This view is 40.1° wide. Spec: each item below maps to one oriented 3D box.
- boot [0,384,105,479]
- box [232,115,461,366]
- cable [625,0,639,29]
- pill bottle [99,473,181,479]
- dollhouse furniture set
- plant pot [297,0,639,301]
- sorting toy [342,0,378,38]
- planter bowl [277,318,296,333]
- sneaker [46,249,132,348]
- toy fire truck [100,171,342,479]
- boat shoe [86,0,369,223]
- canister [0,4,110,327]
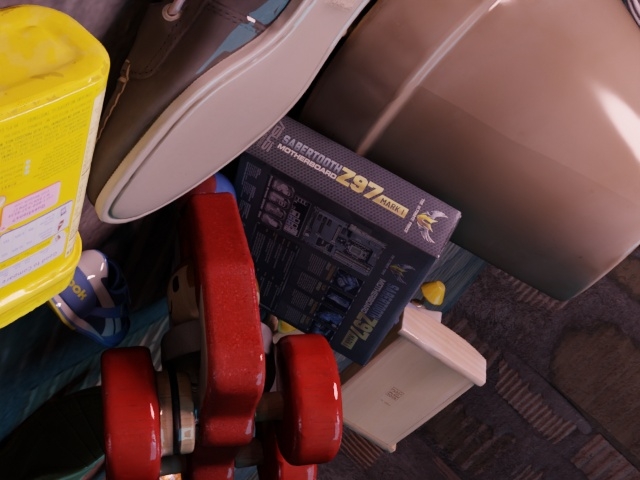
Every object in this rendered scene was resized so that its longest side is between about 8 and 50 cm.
[{"bbox_3d":[-0.274,0.239,0.919,0.213,0.077,0.165,-38,164,-13],"label":"boot"},{"bbox_3d":[0.002,0.008,0.803,0.059,0.183,0.232,-58,175,-32],"label":"box"},{"bbox_3d":[0.587,-0.390,1.303,0.257,0.257,0.089,-50,161,17],"label":"cable"},{"bbox_3d":[-0.207,0.310,1.215,0.216,0.121,0.121,-38,164,-31],"label":"pill bottle"},{"bbox_3d":[0.083,0.088,1.254,0.198,0.286,0.303,-46,-163,34],"label":"dollhouse furniture set"},{"bbox_3d":[0.184,-0.106,0.799,0.323,0.280,0.323,-44,172,-8],"label":"plant pot"},{"bbox_3d":[0.087,-0.257,0.686,0.229,0.041,0.307,-48,173,19],"label":"sorting toy"},{"bbox_3d":[0.000,0.000,1.021,0.217,0.090,0.217,-42,166,-13],"label":"planter bowl"},{"bbox_3d":[-0.178,0.047,0.715,0.059,0.053,0.144,-46,167,-9],"label":"sneaker"},{"bbox_3d":[-0.097,0.084,0.731,0.169,0.254,0.302,-4,151,-14],"label":"toy fire truck"},{"bbox_3d":[-0.038,-0.151,0.531,0.335,0.095,0.112,-45,164,15],"label":"boat shoe"},{"bbox_3d":[-0.178,-0.029,0.460,0.126,0.073,0.170,-34,160,-41],"label":"canister"}]
